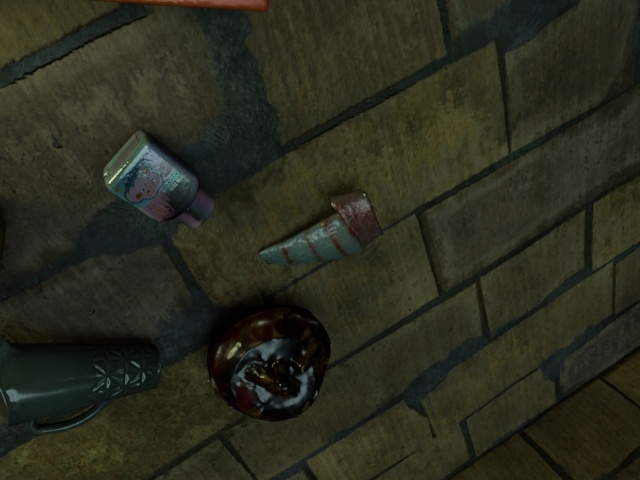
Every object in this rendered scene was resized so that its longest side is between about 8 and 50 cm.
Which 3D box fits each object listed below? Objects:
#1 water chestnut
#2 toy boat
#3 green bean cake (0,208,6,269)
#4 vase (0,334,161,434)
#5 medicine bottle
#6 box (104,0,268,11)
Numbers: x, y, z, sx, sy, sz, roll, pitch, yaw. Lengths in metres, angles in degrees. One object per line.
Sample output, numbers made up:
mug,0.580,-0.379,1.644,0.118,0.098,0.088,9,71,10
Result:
water chestnut,-0.110,0.290,1.124,0.300,0.300,0.299,-12,122,-21
toy boat,0.000,0.000,1.141,0.282,0.096,0.206,-27,141,0
green bean cake,-0.587,0.049,0.773,0.131,0.224,0.229,5,111,-29
vase,-0.499,0.291,1.010,0.301,0.156,0.250,1,114,-34
medicine bottle,-0.295,-0.102,0.912,0.119,0.094,0.188,-48,127,3
box,-0.224,-0.484,0.591,0.257,0.318,0.348,-7,121,-22
